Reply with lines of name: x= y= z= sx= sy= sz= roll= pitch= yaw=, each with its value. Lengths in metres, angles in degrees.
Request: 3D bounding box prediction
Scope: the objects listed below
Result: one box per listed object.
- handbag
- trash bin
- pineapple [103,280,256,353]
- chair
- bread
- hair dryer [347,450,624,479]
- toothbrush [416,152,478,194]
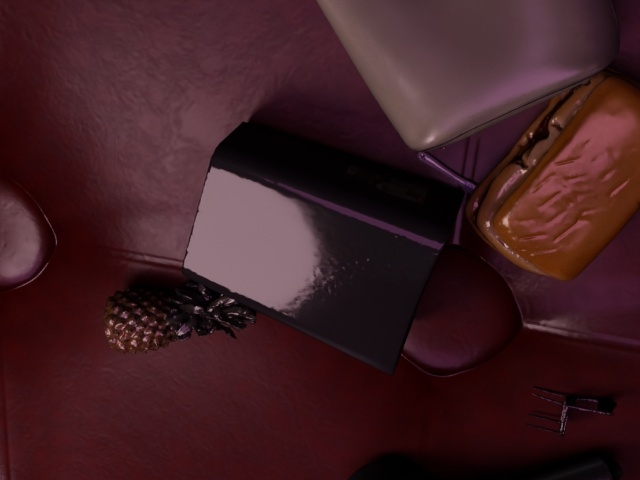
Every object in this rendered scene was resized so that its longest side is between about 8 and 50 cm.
handbag: x=0.095 y=-0.244 z=0.851 sx=0.241 sy=0.109 sz=0.315 roll=-23 pitch=104 yaw=22
trash bin: x=0.000 y=0.000 z=0.986 sx=0.225 sy=0.115 sz=0.165 roll=22 pitch=119 yaw=7
pineapple: x=-0.144 y=0.079 z=1.080 sx=0.159 sy=0.074 sz=0.074 roll=-8 pitch=113 yaw=8
chair: x=0.254 y=0.177 z=1.045 sx=0.086 sy=0.037 sz=0.042 roll=8 pitch=104 yaw=14
bread: x=0.226 y=-0.055 z=0.918 sx=0.116 sy=0.077 sz=0.200 roll=34 pitch=112 yaw=-9
hair dryer: x=0.169 y=0.302 z=1.025 sx=0.302 sy=0.244 sz=0.116 roll=-23 pitch=114 yaw=6
toothbrush: x=0.148 y=-0.048 z=0.979 sx=0.131 sy=0.013 sz=0.011 roll=32 pitch=114 yaw=0
